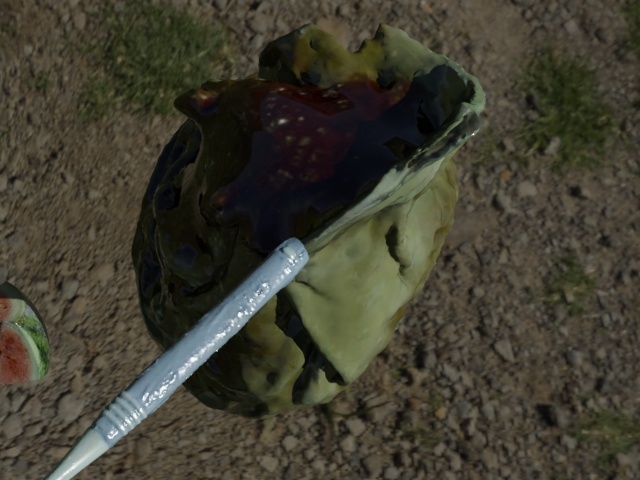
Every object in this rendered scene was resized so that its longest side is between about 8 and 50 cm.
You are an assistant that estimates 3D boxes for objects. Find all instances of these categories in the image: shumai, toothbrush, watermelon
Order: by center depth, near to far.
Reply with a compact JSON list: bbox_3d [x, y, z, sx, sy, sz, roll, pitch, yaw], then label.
[{"bbox_3d":[-0.072,0.062,0.379,0.016,0.019,0.219,42,51,6],"label":"toothbrush"},{"bbox_3d":[0.000,0.000,0.762,0.291,0.288,0.330,28,84,-23],"label":"shumai"},{"bbox_3d":[-0.273,0.080,0.832,0.072,0.092,0.085,0,108,-20],"label":"watermelon"}]
